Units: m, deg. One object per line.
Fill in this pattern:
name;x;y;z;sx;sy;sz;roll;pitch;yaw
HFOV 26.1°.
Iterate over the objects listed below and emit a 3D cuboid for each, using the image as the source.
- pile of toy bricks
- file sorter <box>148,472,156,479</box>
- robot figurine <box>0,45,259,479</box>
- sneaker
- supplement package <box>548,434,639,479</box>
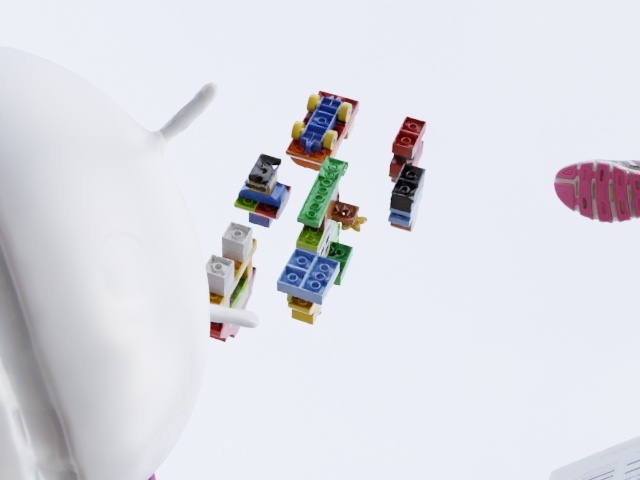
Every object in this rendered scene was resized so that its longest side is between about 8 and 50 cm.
pile of toy bricks;0.000;0.000;0.956;0.118;0.212;0.105;17;-41;12
file sorter;-0.280;0.269;1.157;0.290;0.202;0.182;0;-74;46
robot figurine;-0.195;0.042;0.543;0.300;0.353;0.200;89;-23;-48
sneaker;0.321;-0.056;1.377;0.170;0.075;0.063;0;-76;23
supplement package;0.252;0.267;0.960;0.149;0.203;0.194;-30;-77;32
